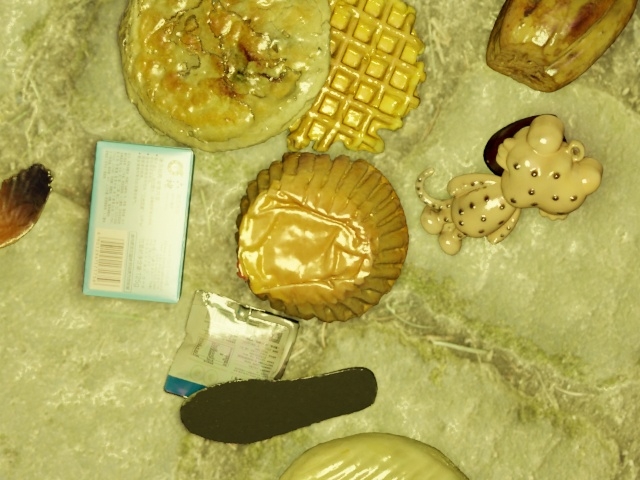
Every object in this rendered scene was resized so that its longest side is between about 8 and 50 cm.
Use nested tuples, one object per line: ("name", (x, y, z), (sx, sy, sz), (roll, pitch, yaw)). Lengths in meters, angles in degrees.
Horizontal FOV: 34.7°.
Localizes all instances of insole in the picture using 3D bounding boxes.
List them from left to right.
("insole", (-0.062, 0.250, 1.588), (0.309, 0.012, 0.110), (-12, 104, -7))

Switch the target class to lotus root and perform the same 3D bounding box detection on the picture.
("lotus root", (0.380, -0.359, 1.531), (0.193, 0.193, 0.291), (33, 86, -5))

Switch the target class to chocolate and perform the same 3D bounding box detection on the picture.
("chocolate", (0.340, -0.135, 1.583), (0.148, 0.080, 0.125), (33, 90, -4))

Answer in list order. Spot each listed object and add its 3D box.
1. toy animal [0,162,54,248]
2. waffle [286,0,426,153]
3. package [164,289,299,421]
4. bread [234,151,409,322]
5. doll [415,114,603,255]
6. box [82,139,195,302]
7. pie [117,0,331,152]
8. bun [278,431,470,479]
("toy animal", (-0.592, -0.031, 1.493), (0.284, 0.225, 0.302), (22, 102, 13))
("waffle", (0.027, -0.274, 1.559), (0.283, 0.065, 0.309), (-21, 93, -4))
("package", (-0.137, 0.179, 1.584), (0.171, 0.027, 0.173), (19, 96, -9))
("bread", (0.000, 0.000, 1.528), (0.274, 0.149, 0.274), (0, 100, 1))
("doll", (0.272, -0.075, 1.517), (0.278, 0.119, 0.154), (-23, 113, 31))
("box", (-0.270, -0.028, 1.537), (0.142, 0.083, 0.232), (5, 91, -4))
("pie", (-0.143, -0.288, 1.504), (0.339, 0.077, 0.339), (0, 91, 11))
("bun", (0.093, 0.452, 1.520), (0.362, 0.234, 0.326), (33, 83, 10))
